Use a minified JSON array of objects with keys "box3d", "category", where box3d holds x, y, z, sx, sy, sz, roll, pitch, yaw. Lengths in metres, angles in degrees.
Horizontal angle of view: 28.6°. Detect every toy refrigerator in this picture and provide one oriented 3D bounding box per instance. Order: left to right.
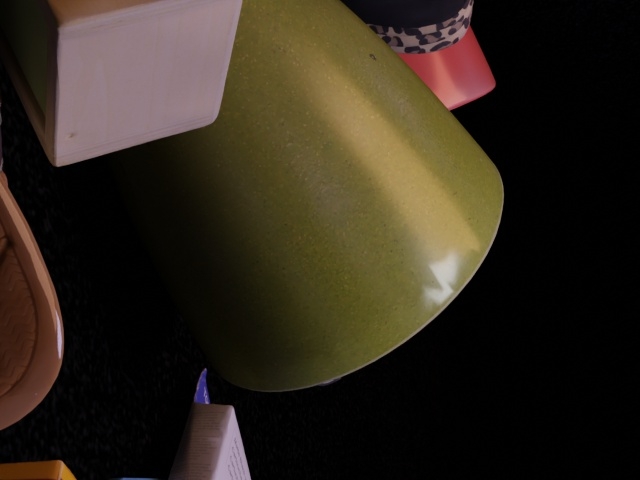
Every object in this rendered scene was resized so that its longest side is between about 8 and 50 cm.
[{"box3d":[-0.140,-0.176,0.599,0.270,0.094,0.102,62,-25,23],"category":"toy refrigerator"}]

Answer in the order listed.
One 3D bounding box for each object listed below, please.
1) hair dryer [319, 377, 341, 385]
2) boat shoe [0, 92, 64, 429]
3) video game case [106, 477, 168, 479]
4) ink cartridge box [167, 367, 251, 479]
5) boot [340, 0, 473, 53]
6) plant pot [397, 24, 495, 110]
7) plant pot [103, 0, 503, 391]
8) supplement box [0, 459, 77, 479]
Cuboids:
[{"box3d":[0.000,0.000,1.423,0.224,0.080,0.294,62,25,-56],"category":"hair dryer"},{"box3d":[-0.206,-0.082,0.565,0.123,0.123,0.342,-159,-130,-70],"category":"boat shoe"},{"box3d":[-0.125,0.258,0.911,0.119,0.015,0.166,39,46,-73],"category":"video game case"},{"box3d":[-0.075,0.252,1.010,0.224,0.045,0.223,-81,163,-60],"category":"ink cartridge box"},{"box3d":[-0.031,-0.281,0.945,0.138,0.377,0.284,-62,170,-7],"category":"boot"},{"box3d":[0.004,-0.221,1.205,0.275,0.274,0.243,-50,122,-72],"category":"plant pot"},{"box3d":[-0.052,-0.087,0.923,0.293,0.274,0.275,54,28,-30],"category":"plant pot"},{"box3d":[-0.166,0.201,0.562,0.081,0.104,0.188,70,20,-47],"category":"supplement box"}]
